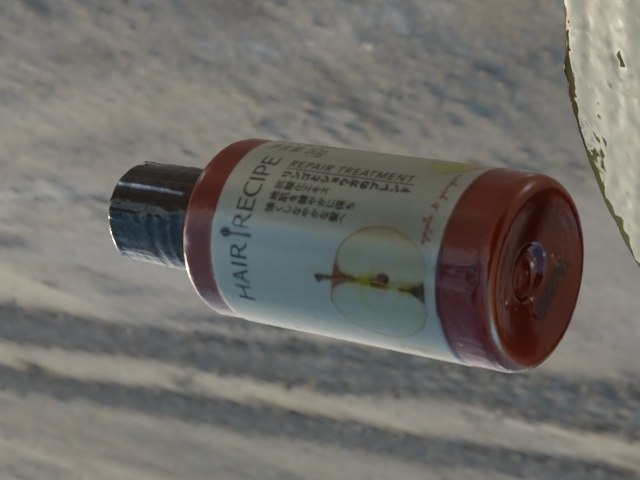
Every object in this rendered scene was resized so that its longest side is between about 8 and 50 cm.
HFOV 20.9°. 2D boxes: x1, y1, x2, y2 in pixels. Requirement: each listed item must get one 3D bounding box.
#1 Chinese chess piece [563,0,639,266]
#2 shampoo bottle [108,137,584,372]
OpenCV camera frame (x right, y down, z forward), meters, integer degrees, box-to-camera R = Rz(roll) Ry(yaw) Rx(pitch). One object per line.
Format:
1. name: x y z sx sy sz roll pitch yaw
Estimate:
1. Chinese chess piece: 0.198 -0.045 0.671 0.251 0.097 0.251 54 158 33
2. shampoo bottle: 0.000 0.000 0.956 0.278 0.104 0.104 9 163 37
